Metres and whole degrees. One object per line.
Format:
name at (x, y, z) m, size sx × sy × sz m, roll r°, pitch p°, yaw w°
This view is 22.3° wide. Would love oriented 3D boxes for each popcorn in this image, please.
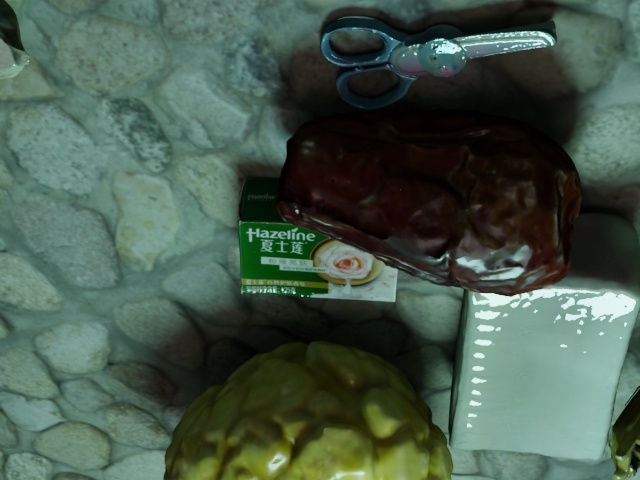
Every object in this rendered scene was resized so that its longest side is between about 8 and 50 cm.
popcorn at (-0.002, 0.306, 2.140) m, size 0.344 × 0.390 × 0.354 m, roll 26°, pitch 94°, yaw -48°

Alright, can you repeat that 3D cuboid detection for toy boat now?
toy boat at (0.444, 0.219, 2.081) m, size 0.088 × 0.226 × 0.068 m, roll 28°, pitch 147°, yaw 29°

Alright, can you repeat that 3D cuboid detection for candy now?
candy at (0.274, 0.122, 2.032) m, size 0.208 × 0.145 × 0.359 m, roll 4°, pitch 137°, yaw 3°

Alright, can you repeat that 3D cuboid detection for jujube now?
jujube at (0.119, -0.052, 1.822) m, size 0.342 × 0.216 × 0.216 m, roll 8°, pitch 138°, yaw 7°

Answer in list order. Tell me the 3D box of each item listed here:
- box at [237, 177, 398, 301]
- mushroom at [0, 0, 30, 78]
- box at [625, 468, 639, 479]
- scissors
box at (0.000, 0.000, 1.974) m, size 0.199 × 0.081 × 0.135 m, roll 1°, pitch 138°, yaw 1°
mushroom at (-0.464, -0.272, 1.697) m, size 0.351 × 0.109 × 0.097 m, roll 28°, pitch 151°, yaw -23°
box at (0.563, 0.310, 2.264) m, size 0.243 × 0.067 × 0.155 m, roll 15°, pitch 136°, yaw -11°
scissors at (0.130, -0.206, 1.767) m, size 0.256 × 0.030 × 0.125 m, roll -8°, pitch 136°, yaw 19°
